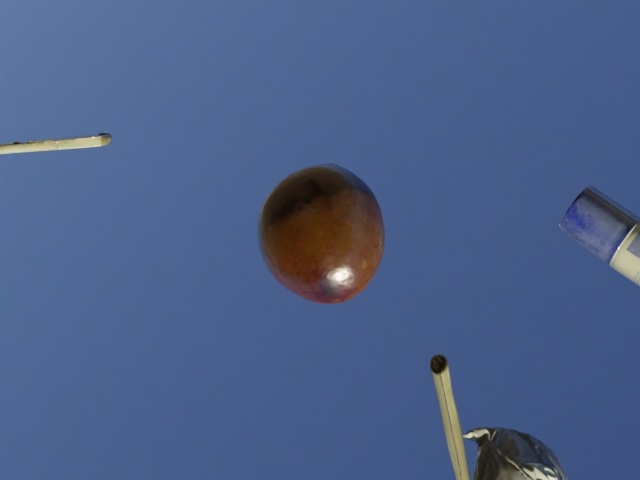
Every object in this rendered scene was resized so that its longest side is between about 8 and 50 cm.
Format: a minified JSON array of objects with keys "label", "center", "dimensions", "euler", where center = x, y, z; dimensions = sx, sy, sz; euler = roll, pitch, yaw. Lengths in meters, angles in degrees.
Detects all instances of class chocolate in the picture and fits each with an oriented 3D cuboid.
[{"label":"chocolate","center":[0.000,0.000,2.088],"dimensions":[0.177,0.177,0.177],"euler":[-33,-143,29]}]

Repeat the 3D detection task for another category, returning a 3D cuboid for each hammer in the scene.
[{"label":"hammer","center":[0.094,0.148,1.190],"dimensions":[0.013,0.199,0.062],"euler":[-9,-139,6]}]

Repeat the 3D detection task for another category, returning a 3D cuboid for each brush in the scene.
[{"label":"brush","center":[-0.426,-0.111,2.160],"dimensions":[0.336,0.020,0.085],"euler":[-5,-171,4]}]

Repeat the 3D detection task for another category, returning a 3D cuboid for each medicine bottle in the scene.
[{"label":"medicine bottle","center":[0.349,0.031,1.744],"dimensions":[0.231,0.059,0.059],"euler":[36,-91,15]}]

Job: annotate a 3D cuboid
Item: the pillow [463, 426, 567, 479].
[{"label":"pillow","center":[0.162,0.299,1.567],"dimensions":[0.059,0.169,0.255],"euler":[4,-115,42]}]
